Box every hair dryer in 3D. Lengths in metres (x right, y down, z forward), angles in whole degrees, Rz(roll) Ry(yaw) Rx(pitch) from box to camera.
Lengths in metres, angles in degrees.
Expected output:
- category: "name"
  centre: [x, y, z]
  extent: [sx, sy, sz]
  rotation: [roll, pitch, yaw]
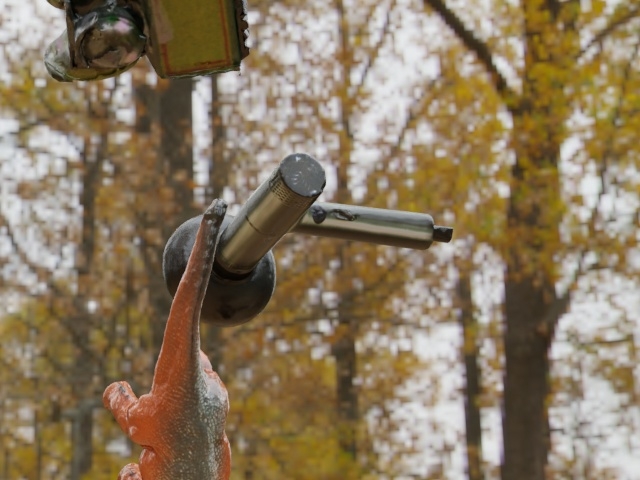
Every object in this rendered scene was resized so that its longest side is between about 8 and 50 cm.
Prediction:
- category: "hair dryer"
  centre: [-0.008, 0.020, 1.878]
  extent: [0.284, 0.155, 0.320]
  rotation: [26, -32, -22]

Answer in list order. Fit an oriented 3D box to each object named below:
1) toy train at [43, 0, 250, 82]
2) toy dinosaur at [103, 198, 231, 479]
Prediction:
- category: "toy train"
  centre: [-0.154, -0.234, 1.226]
  extent: [0.177, 0.261, 0.134]
  rotation: [-9, -48, -3]
- category: "toy dinosaur"
  centre: [-0.068, 0.119, 0.705]
  extent: [0.055, 0.279, 0.101]
  rotation: [-5, 18, -19]
